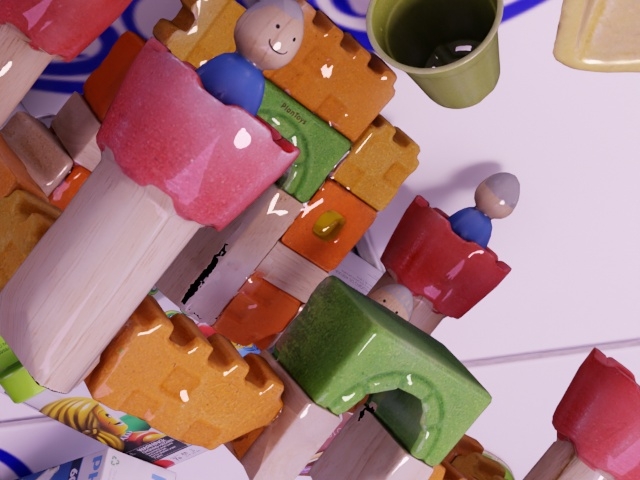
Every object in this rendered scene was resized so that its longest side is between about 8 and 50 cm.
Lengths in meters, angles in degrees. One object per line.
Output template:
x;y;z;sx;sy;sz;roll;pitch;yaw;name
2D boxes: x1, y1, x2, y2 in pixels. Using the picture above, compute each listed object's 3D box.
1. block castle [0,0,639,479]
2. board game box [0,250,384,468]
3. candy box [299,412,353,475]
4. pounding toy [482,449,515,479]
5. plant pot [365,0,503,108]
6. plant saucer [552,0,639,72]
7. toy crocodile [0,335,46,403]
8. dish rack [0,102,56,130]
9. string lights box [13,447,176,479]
0.000;0.000;0.892;0.453;0.303;0.213;33;98;-39;block castle
-0.090;0.084;1.227;0.305;0.053;0.193;-27;136;32;board game box
0.033;0.155;1.263;0.109;0.053;0.187;-21;163;21;candy box
0.117;0.284;1.447;0.237;0.110;0.183;19;140;-22;pounding toy
0.079;-0.120;0.941;0.083;0.083;0.079;-11;154;15;plant pot
0.274;-0.210;0.641;0.333;0.081;0.332;-3;148;-1;plant saucer
-0.271;0.083;1.188;0.340;0.105;0.115;-34;98;27;toy crocodile
-0.348;0.006;1.011;0.285;0.072;0.333;-26;171;-48;dish rack
-0.240;0.280;1.383;0.077;0.133;0.260;27;148;-30;string lights box
